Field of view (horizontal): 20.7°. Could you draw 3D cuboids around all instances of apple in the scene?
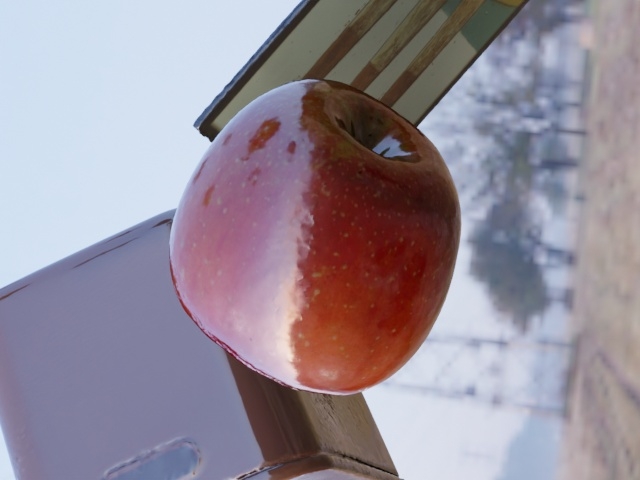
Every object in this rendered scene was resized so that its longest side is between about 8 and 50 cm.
[{"bbox_3d":[0.000,0.000,1.099,0.168,0.181,0.181,-56,3,23],"label":"apple"}]

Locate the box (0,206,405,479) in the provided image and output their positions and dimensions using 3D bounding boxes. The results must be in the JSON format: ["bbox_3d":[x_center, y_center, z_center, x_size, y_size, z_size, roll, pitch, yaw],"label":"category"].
[{"bbox_3d":[-0.105,0.137,1.430,0.229,0.239,0.339,68,-171,17],"label":"box"}]

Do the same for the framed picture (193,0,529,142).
[{"bbox_3d":[0.061,-0.166,1.362,0.324,0.013,0.244,-49,-29,2],"label":"framed picture"}]
